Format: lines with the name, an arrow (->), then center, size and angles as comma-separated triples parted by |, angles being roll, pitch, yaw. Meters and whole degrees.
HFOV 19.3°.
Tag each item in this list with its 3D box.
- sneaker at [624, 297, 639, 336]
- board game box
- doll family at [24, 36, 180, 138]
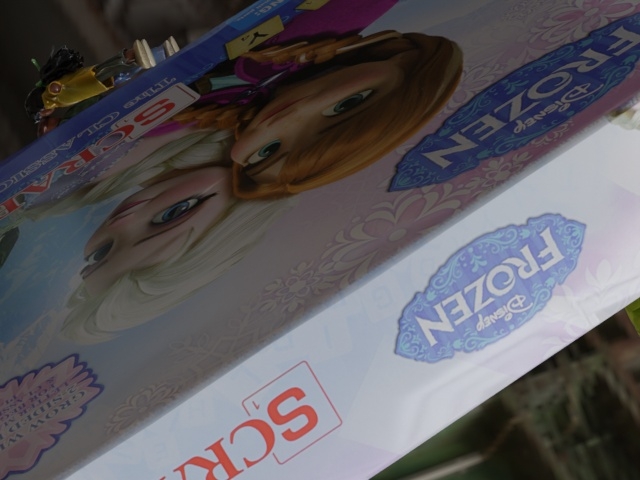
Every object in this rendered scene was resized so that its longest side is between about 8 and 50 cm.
sneaker -> 0.322, 0.065, 1.583 | 0.109, 0.123, 0.295 | -15, -93, 23
board game box -> -0.026, -0.005, 0.718 | 0.066, 0.319, 0.318 | 60, -9, -23
doll family -> -0.171, -0.114, 1.446 | 0.193, 0.111, 0.076 | -13, 81, -78
